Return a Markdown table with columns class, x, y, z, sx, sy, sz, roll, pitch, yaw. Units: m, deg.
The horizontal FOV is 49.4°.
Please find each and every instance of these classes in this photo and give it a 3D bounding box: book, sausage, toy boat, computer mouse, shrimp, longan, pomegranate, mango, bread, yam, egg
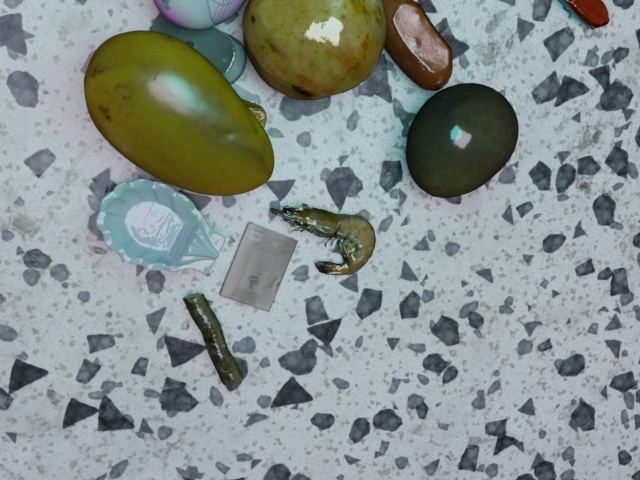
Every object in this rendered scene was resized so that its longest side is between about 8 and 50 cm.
| class | x | y | z | sx | sy | sz | roll | pitch | yaw |
| --- | --- | --- | --- | --- | --- | --- | --- | --- | --- |
| book | -0.153 | 0.067 | 1.733 | 0.138 | 0.016 | 0.199 | 21 | 95 | -17 |
| sausage | 0.220 | -0.469 | 1.655 | 0.133 | 0.133 | 0.258 | -42 | 105 | -2 |
| toy boat | 0.674 | -0.594 | 1.775 | 0.173 | 0.059 | 0.069 | 26 | 95 | -24 |
| computer mouse | -0.277 | -0.431 | 1.573 | 0.230 | 0.079 | 0.128 | 27 | 94 | -1 |
| shrimp | 0.000 | 0.000 | 1.739 | 0.296 | 0.058 | 0.169 | 13 | 100 | -20 |
| longan | 0.337 | -0.239 | 1.680 | 0.300 | 0.300 | 0.243 | -32 | 66 | -5 |
| pomegranate | -0.024 | -0.473 | 1.506 | 0.342 | 0.342 | 0.343 | -3 | 102 | -13 |
| mango | -0.297 | -0.257 | 1.500 | 0.445 | 0.232 | 0.300 | 34 | 131 | -20 |
| bread | -0.181 | -0.288 | 1.638 | 0.110 | 0.044 | 0.083 | 18 | 98 | -19 |
| yam | -0.263 | 0.241 | 1.721 | 0.061 | 0.061 | 0.253 | -24 | 105 | -8 |
| toy boat | -0.370 | -0.029 | 1.617 | 0.290 | 0.100 | 0.199 | 29 | 94 | -16 |
| egg | -0.238 | -0.556 | 1.476 | 0.271 | 0.196 | 0.196 | -32 | 111 | -42 |
